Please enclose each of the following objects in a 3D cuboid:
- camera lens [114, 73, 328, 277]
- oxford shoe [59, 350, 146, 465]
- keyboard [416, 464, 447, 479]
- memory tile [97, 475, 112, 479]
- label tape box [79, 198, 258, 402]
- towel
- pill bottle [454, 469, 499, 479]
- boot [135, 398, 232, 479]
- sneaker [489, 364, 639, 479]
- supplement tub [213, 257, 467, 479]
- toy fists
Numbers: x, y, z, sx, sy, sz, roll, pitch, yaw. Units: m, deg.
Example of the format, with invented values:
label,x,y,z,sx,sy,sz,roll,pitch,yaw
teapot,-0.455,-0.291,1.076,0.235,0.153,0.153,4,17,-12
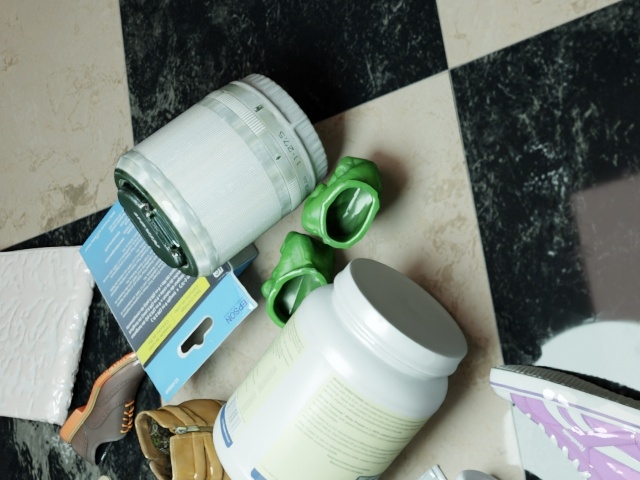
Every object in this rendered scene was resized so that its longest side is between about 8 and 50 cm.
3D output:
label,x,y,z,sx,sy,sz,roll,pitch,yaw
camera lens,-0.154,-0.095,1.509,0.274,0.219,0.219,-39,54,-18
oxford shoe,-0.355,0.290,1.771,0.098,0.097,0.271,46,119,13
keyboard,0.100,0.428,1.448,0.256,0.014,0.072,-47,65,24
memory tile,-0.421,0.502,1.830,0.148,0.012,0.113,-32,66,30
label tape box,-0.237,0.060,1.687,0.249,0.115,0.348,-48,62,22
towel,-0.560,0.178,1.922,0.316,0.053,0.332,-3,72,38
pill bottle,0.184,0.411,1.324,0.108,0.108,0.194,37,107,34
boot,-0.136,0.345,1.503,0.109,0.220,0.283,-50,58,21
sneaker,0.322,0.259,1.247,0.282,0.102,0.161,19,99,37
supplement tub,0.027,0.209,1.388,0.325,0.235,0.235,-53,57,19
toy fists,0.000,0.000,1.491,0.096,0.142,0.279,29,106,-3
